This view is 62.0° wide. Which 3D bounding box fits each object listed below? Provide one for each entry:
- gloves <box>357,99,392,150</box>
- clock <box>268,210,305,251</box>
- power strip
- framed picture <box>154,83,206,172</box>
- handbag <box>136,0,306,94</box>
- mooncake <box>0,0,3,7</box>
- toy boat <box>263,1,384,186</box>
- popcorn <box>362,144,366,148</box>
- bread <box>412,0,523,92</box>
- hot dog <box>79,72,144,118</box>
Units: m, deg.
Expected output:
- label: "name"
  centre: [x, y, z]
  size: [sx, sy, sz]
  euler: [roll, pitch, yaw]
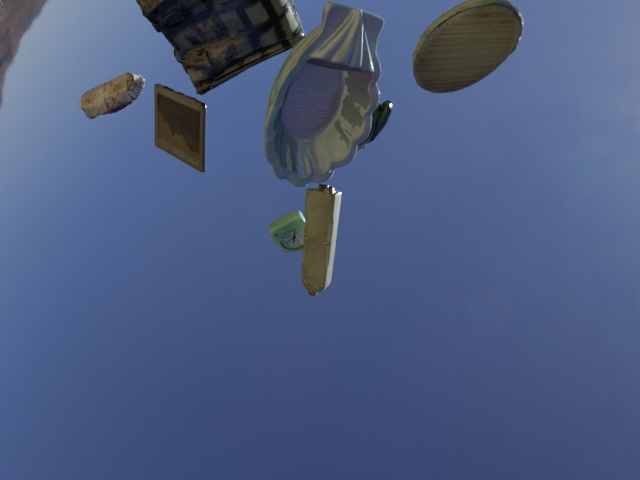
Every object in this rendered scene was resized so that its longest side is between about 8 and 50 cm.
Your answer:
- label: "gloves"
  centre: [0.041, -0.225, 1.100]
  size: [0.268, 0.107, 0.135]
  euler: [-21, -153, 48]
- label: "clock"
  centre: [-0.069, -0.011, 1.413]
  size: [0.101, 0.135, 0.041]
  euler: [-26, -137, 9]
- label: "power strip"
  centre: [-0.001, 0.001, 1.306]
  size: [0.080, 0.048, 0.286]
  euler: [13, -70, 25]
- label: "framed picture"
  centre: [-0.400, -0.323, 1.507]
  size: [0.265, 0.018, 0.192]
  euler: [30, -57, 39]
- label: "handbag"
  centre: [-0.229, -0.544, 1.246]
  size: [0.327, 0.325, 0.162]
  euler: [-30, -120, 1]
- label: "mooncake"
  centre: [-0.540, -0.273, 0.627]
  size: [0.246, 0.394, 0.393]
  euler: [-57, 177, 13]
- label: "toy boat"
  centre: [-0.004, -0.229, 0.847]
  size: [0.100, 0.199, 0.290]
  euler: [51, -51, 38]
- label: "popcorn"
  centre: [0.037, -0.357, 1.327]
  size: [0.174, 0.286, 0.225]
  euler: [-22, -160, 11]
- label: "bread"
  centre: [0.330, -0.443, 1.219]
  size: [0.267, 0.267, 0.040]
  euler: [-31, -120, 29]
- label: "hot dog"
  centre: [-0.546, -0.381, 1.400]
  size: [0.192, 0.053, 0.099]
  euler: [-23, -116, 10]
